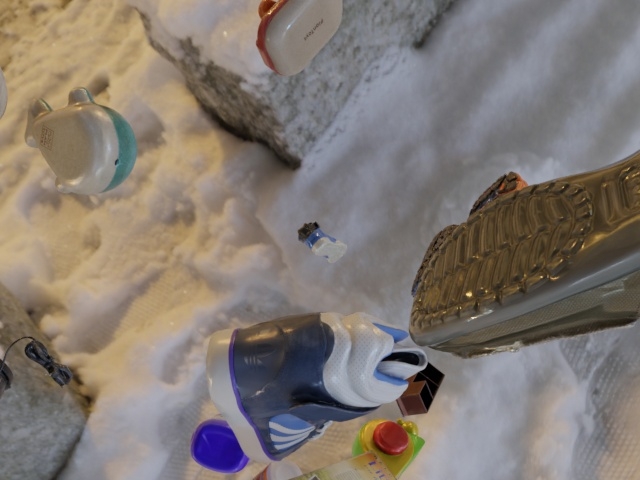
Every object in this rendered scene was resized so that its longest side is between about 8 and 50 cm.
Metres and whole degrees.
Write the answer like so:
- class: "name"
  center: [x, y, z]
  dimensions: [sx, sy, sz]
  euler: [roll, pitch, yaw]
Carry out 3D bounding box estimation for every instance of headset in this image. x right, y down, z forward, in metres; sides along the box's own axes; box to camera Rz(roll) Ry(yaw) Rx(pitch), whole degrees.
- class: "headset"
  center: [-0.750, 0.355, 1.570]
  dimensions: [0.394, 0.185, 0.243]
  euler: [-37, 23, 10]

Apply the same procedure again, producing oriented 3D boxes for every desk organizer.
- class: "desk organizer"
  center: [0.187, 0.271, 1.321]
  dimensions: [0.050, 0.130, 0.047]
  euler: [-16, 105, 30]

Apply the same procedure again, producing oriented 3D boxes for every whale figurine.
- class: "whale figurine"
  center: [-0.475, -0.198, 1.406]
  dimensions: [0.272, 0.141, 0.216]
  euler: [24, 110, 31]

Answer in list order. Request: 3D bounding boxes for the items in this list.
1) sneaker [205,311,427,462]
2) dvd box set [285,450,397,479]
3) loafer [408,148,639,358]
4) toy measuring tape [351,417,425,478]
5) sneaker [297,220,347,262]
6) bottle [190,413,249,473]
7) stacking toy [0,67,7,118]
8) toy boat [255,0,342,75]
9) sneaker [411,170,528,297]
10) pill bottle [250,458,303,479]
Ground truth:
- class: "sneaker"
  center: [0.016, 0.187, 0.869]
  dimensions: [0.237, 0.322, 0.130]
  euler: [-7, 59, 8]
- class: "dvd box set"
  center: [0.071, 0.430, 0.907]
  dimensions: [0.062, 0.420, 0.307]
  euler: [-46, 67, 11]
- class: "loafer"
  center: [0.151, 0.013, 0.350]
  dimensions: [0.251, 0.087, 0.094]
  euler: [-28, 27, 41]
- class: "toy measuring tape"
  center: [0.084, 0.427, 1.325]
  dimensions: [0.121, 0.121, 0.330]
  euler: [26, 35, 26]
- class: "sneaker"
  center: [0.001, -0.001, 1.559]
  dimensions: [0.058, 0.152, 0.084]
  euler: [-48, 68, 11]
- class: "bottle"
  center: [-0.183, 0.403, 1.440]
  dimensions: [0.118, 0.283, 0.092]
  euler: [16, 82, 5]
- class: "stacking toy"
  center: [-0.553, -0.152, 0.853]
  dimensions: [0.141, 0.141, 0.330]
  euler: [15, 34, 23]
- class: "toy boat"
  center: [-0.063, -0.458, 1.445]
  dimensions: [0.151, 0.151, 0.231]
  euler: [30, 73, 29]
- class: "sneaker"
  center: [0.182, 0.019, 0.821]
  dimensions: [0.087, 0.221, 0.083]
  euler: [37, 48, -4]
- class: "pill bottle"
  center: [-0.106, 0.512, 1.433]
  dimensions: [0.152, 0.086, 0.086]
  euler: [-49, 55, 33]
